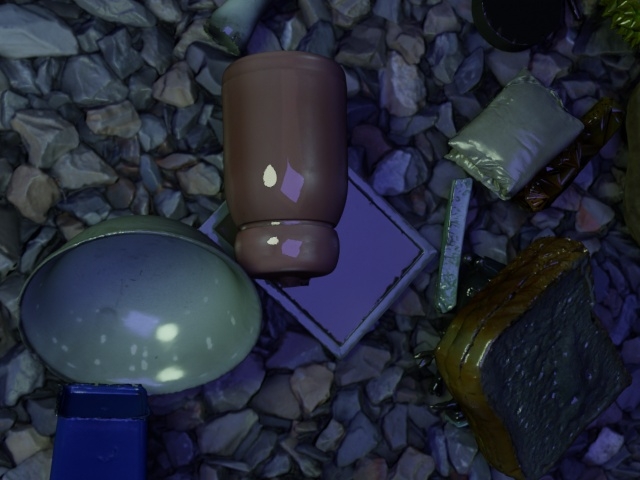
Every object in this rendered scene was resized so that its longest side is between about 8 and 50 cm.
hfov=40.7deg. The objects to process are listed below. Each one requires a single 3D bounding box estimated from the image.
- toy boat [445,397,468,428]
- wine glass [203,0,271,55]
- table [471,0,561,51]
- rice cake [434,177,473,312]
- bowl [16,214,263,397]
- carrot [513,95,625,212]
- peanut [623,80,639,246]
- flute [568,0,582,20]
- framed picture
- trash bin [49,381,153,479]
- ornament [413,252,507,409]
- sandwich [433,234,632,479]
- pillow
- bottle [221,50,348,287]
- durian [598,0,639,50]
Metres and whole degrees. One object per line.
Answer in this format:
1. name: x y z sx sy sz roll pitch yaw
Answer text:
1. toy boat: 0.256 0.246 1.326 0.140 0.059 0.066 -32 125 -13
2. wine glass: -0.099 -0.349 1.246 0.072 0.072 0.155 36 83 -10
3. table: 0.306 -0.365 1.344 0.134 0.043 0.133 0 89 -12
4. rice cake: 0.204 0.008 1.320 0.034 0.043 0.210 8 89 -1
5. bowl: -0.237 0.058 1.154 0.314 0.146 0.313 -5 134 -5
6. carrot: 0.392 -0.135 1.352 0.229 0.069 0.069 -45 98 -10
7. peanut: 0.538 -0.123 1.353 0.120 0.136 0.298 5 94 28
8. flute: 0.365 -0.476 1.373 0.014 0.014 0.269 -23 94 -11
9. framed picture: 0.000 0.000 1.289 0.293 0.018 0.231 44 82 -9
10. trash bin: -0.290 0.318 1.123 0.163 0.184 0.234 5 101 -14
11. ornament: 0.241 0.152 1.301 0.202 0.080 0.236 24 90 -39
12. sandwich: 0.311 0.179 1.245 0.271 0.099 0.301 -44 125 -21
13. pillow: 0.293 -0.156 1.310 0.181 0.078 0.134 -42 74 -8
14. bottle: -0.044 -0.088 1.180 0.173 0.206 0.296 -3 81 1
15. durian: 0.539 -0.399 1.302 0.225 0.291 0.290 -3 90 27
